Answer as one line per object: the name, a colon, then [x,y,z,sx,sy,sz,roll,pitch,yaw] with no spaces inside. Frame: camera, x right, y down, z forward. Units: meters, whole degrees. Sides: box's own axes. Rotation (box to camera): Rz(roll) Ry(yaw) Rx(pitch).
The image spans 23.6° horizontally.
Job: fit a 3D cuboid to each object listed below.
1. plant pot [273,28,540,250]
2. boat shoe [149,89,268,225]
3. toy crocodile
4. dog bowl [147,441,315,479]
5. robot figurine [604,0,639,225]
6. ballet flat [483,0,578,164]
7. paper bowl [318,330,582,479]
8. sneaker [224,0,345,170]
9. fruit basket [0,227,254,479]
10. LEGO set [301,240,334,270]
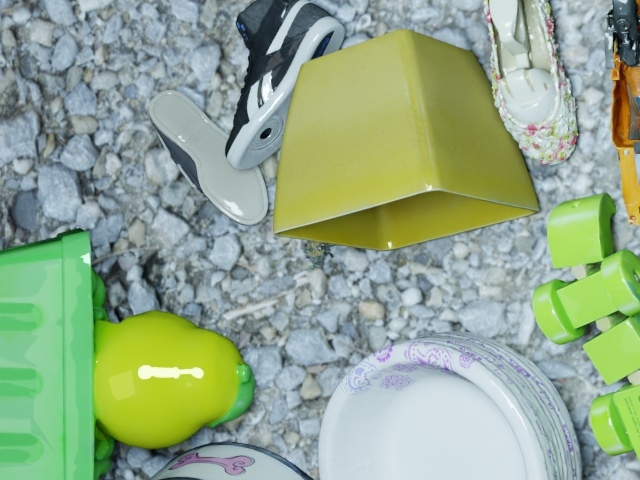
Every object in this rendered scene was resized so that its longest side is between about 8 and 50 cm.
plant pot: [0.082,-0.108,1.642,0.212,0.212,0.187,-16,75,36]
boat shoe: [-0.135,-0.096,1.888,0.206,0.075,0.065,50,164,13]
toy crocodile: [0.319,0.115,1.568,0.115,0.105,0.340,-28,85,34]
dog bowl: [-0.131,0.464,1.900,0.408,0.150,0.408,5,99,34]
robot figurine: [0.328,-0.171,1.457,0.085,0.211,0.291,1,106,24]
ballet flat: [0.207,-0.194,1.603,0.091,0.077,0.241,-15,89,25]
paper bowl: [0.149,0.239,1.668,0.284,0.148,0.284,6,101,35]
sneaker: [-0.068,-0.199,1.808,0.121,0.079,0.217,45,111,26]
fruit basket: [-0.274,0.167,1.931,0.283,0.392,0.392,-173,75,-78]
LEGO set: [0.002,0.001,1.818,0.083,0.023,0.054,-45,73,17]
